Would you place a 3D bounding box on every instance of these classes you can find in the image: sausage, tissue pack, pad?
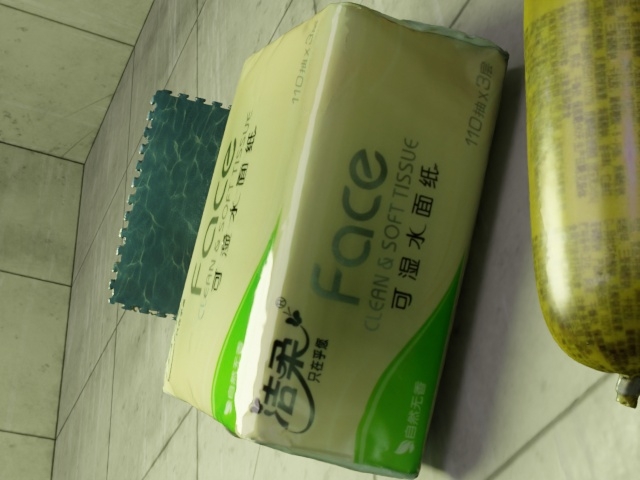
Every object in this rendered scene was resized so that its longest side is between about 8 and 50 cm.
[{"bbox_3d":[0.199,-0.065,0.681,0.123,0.123,0.347,159,112,-64],"label":"sausage"},{"bbox_3d":[0.000,0.000,1.048,0.332,0.205,0.405,178,107,-70],"label":"tissue pack"},{"bbox_3d":[-0.095,-0.025,1.218,0.012,0.269,0.269,151,130,-79],"label":"pad"}]

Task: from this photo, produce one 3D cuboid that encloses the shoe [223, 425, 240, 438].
[{"bbox_3d":[-0.080,0.128,1.290,0.125,0.099,0.227,22,93,62],"label":"shoe"}]
